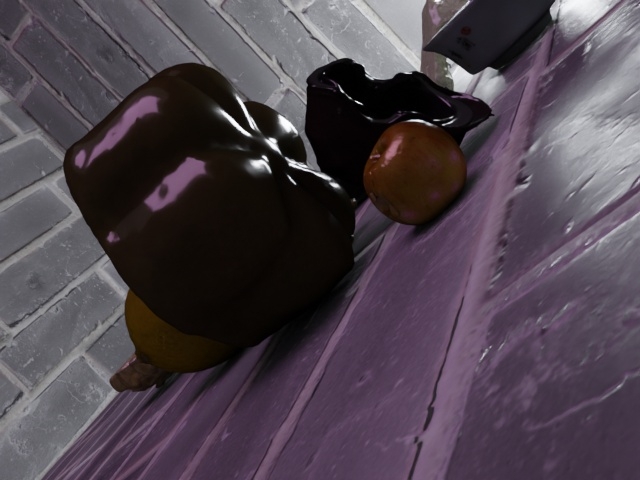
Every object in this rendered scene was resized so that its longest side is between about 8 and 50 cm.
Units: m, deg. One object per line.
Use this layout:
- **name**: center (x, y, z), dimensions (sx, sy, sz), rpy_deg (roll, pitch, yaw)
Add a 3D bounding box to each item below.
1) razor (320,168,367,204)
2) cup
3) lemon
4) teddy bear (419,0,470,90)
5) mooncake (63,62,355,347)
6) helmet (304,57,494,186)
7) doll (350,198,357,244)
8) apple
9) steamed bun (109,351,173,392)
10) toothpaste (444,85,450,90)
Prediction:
- **razor**: center (0.086, -0.197, 2.017), dimensions (0.204, 0.113, 0.349), rpy_deg (-50, 19, 16)
- **cup**: center (0.414, -0.510, 1.832), dimensions (0.347, 0.163, 0.347), rpy_deg (-45, 6, 6)
- **lemon**: center (-0.241, 0.123, 1.526), dimensions (0.267, 0.267, 0.267), rpy_deg (-44, 5, 5)
- **teddy bear**: center (0.476, -0.586, 2.287), dimensions (0.362, 0.376, 0.327), rpy_deg (-3, 3, -4)
- **mooncake**: center (-0.159, -0.068, 1.271), dimensions (0.262, 0.467, 0.467), rpy_deg (-41, 6, 19)
- **helmet**: center (0.112, -0.173, 1.311), dimensions (0.225, 0.305, 0.177), rpy_deg (-69, -6, -63)
- **doll**: center (0.000, 0.000, 1.485), dimensions (0.137, 0.097, 0.209), rpy_deg (-37, 14, 33)
- **apple**: center (0.123, -0.094, 1.069), dimensions (0.146, 0.146, 0.146), rpy_deg (-44, 5, 5)
- **steamed bun**: center (-0.426, 0.308, 2.136), dimensions (0.295, 0.137, 0.292), rpy_deg (-51, 7, -5)
- **toothpaste**: center (0.273, -0.316, 2.054), dimensions (0.193, 0.044, 0.070), rpy_deg (-48, 7, -32)
